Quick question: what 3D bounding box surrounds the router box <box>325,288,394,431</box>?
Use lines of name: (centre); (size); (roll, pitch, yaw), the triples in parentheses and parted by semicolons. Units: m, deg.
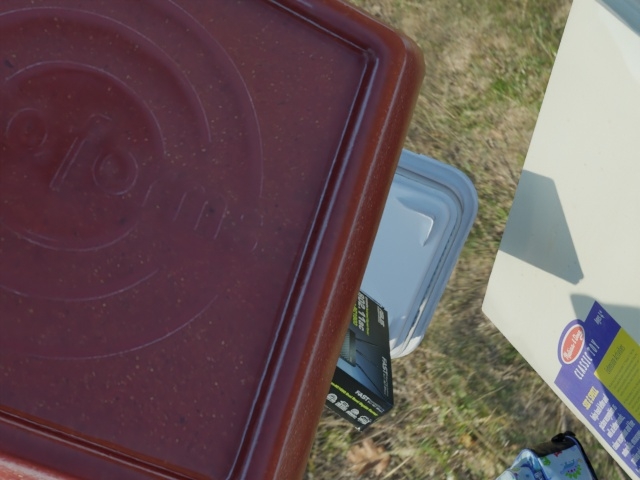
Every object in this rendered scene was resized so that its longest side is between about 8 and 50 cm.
router box: (0.012, 0.077, 0.751); (0.092, 0.122, 0.038); (39, 117, -22)

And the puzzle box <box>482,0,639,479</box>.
puzzle box: (0.251, 0.034, 0.705); (0.052, 0.409, 0.272); (-30, 62, -19)

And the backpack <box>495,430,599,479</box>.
backpack: (0.213, 0.251, 0.872); (0.084, 0.105, 0.114); (-19, 64, -15)

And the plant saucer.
plant saucer: (-0.089, -0.027, 0.337); (0.258, 0.048, 0.259); (25, 68, -18)

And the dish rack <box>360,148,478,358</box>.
dish rack: (0.000, 0.000, 1.180); (0.333, 0.072, 0.285); (22, 116, 5)
